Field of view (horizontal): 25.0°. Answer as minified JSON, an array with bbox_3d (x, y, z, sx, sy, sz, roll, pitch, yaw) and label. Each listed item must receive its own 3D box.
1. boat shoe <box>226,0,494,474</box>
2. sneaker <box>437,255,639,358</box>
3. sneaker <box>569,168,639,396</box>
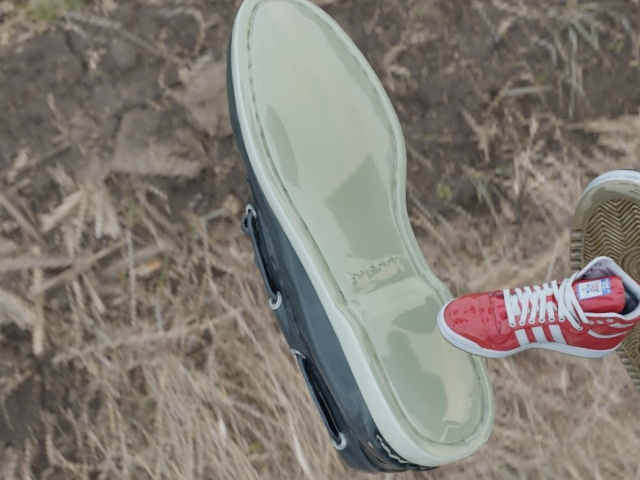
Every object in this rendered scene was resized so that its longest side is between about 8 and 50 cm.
[{"bbox_3d":[0.003,0.000,0.969,0.127,0.113,0.340,-17,76,-38],"label":"boat shoe"},{"bbox_3d":[0.130,0.038,0.827,0.118,0.067,0.042,3,60,-19],"label":"sneaker"},{"bbox_3d":[0.283,0.020,1.164,0.099,0.282,0.153,-5,41,32],"label":"sneaker"}]
